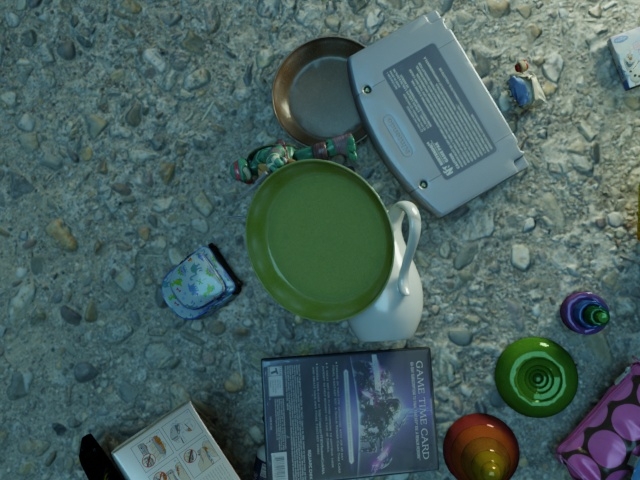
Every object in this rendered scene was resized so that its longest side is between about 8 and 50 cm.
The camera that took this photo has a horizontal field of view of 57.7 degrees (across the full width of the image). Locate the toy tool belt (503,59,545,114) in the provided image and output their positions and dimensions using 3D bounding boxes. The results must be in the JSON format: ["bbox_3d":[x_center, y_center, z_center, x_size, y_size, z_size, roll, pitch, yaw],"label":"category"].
[{"bbox_3d":[0.324,-0.249,0.944,0.051,0.052,0.083,-22,83,-3],"label":"toy tool belt"}]

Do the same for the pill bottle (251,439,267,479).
[{"bbox_3d":[-0.076,0.373,0.945,0.067,0.067,0.120,11,87,8],"label":"pill bottle"}]

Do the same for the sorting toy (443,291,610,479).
[{"bbox_3d":[0.321,0.234,0.873,0.127,0.126,0.365,36,92,9],"label":"sorting toy"}]

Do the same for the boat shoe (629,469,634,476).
[{"bbox_3d":[0.531,0.362,0.873,0.153,0.048,0.056,30,90,8],"label":"boat shoe"}]

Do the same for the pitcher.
[{"bbox_3d":[0.104,0.049,0.892,0.125,0.178,0.207,-1,83,-20],"label":"pitcher"}]

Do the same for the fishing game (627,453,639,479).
[{"bbox_3d":[0.520,0.351,0.826,0.189,0.041,0.264,35,88,-3],"label":"fishing game"}]

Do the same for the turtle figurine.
[{"bbox_3d":[-0.059,-0.109,0.942,0.234,0.175,0.118,-10,67,-1],"label":"turtle figurine"}]

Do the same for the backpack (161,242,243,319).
[{"bbox_3d":[-0.206,0.076,0.976,0.114,0.084,0.105,-38,80,6],"label":"backpack"}]

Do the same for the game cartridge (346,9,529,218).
[{"bbox_3d":[0.176,-0.197,0.937,0.198,0.062,0.297,-30,89,2],"label":"game cartridge"}]

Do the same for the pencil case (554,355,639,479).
[{"bbox_3d":[0.445,0.279,0.870,0.098,0.095,0.209,38,93,-1],"label":"pencil case"}]

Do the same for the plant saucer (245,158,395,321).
[{"bbox_3d":[0.000,0.000,0.854,0.241,0.037,0.241,6,104,24],"label":"plant saucer"}]

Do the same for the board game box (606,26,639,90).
[{"bbox_3d":[0.523,-0.299,0.936,0.090,0.020,0.090,-18,84,6],"label":"board game box"}]

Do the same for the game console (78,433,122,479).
[{"bbox_3d":[-0.278,0.478,0.922,0.044,0.213,0.361,-31,101,-28],"label":"game console"}]

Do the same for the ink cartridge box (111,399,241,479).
[{"bbox_3d":[-0.185,0.424,0.902,0.130,0.272,0.309,-32,82,-27],"label":"ink cartridge box"}]

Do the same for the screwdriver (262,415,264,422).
[{"bbox_3d":[-0.024,0.258,0.970,0.170,0.024,0.025,-31,53,3],"label":"screwdriver"}]

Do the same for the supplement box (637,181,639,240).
[{"bbox_3d":[0.644,-0.096,0.787,0.356,0.195,0.194,-41,53,3],"label":"supplement box"}]

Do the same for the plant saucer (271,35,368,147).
[{"bbox_3d":[0.016,-0.247,0.993,0.198,0.036,0.198,-1,85,7],"label":"plant saucer"}]

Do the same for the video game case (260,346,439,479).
[{"bbox_3d":[0.047,0.276,0.922,0.274,0.026,0.196,-3,85,-9],"label":"video game case"}]
